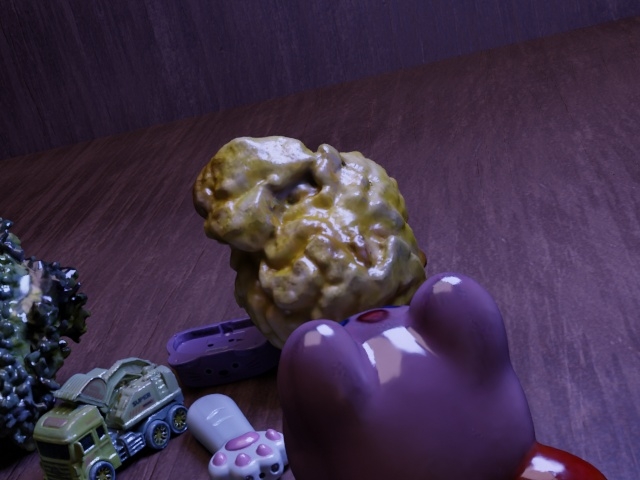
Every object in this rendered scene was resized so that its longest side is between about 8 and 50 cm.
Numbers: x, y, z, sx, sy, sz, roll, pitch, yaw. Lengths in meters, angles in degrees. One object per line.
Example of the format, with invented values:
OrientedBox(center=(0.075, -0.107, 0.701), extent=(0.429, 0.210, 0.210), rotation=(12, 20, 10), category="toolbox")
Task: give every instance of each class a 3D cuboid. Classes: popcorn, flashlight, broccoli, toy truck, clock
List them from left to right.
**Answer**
OrientedBox(center=(-0.463, 0.121, 1.485), extent=(0.334, 0.324, 0.272), rotation=(-3, 9, 1), category="broccoli")
OrientedBox(center=(-0.244, 0.200, 1.353), extent=(0.085, 0.116, 0.191), rotation=(0, 23, 41), category="toy truck")
OrientedBox(center=(-0.123, 0.147, 1.510), extent=(0.152, 0.050, 0.110), rotation=(-13, 19, 7), category="clock")
OrientedBox(center=(-0.099, 0.218, 1.299), extent=(0.093, 0.047, 0.200), rotation=(-21, 21, -17), category="flashlight")
OrientedBox(center=(0.000, 0.000, 1.417), extent=(0.225, 0.332, 0.265), rotation=(-32, 18, 48), category="popcorn")

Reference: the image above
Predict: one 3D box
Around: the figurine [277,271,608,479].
OrientedBox(center=(0.077, 0.184, 1.053), extent=(0.269, 0.261, 0.211), rotation=(-22, -8, -15), category="figurine")

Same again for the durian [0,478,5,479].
OrientedBox(center=(-0.387, 0.292, 1.187), extent=(0.158, 0.137, 0.168), rotation=(-2, 19, -32), category="durian")
